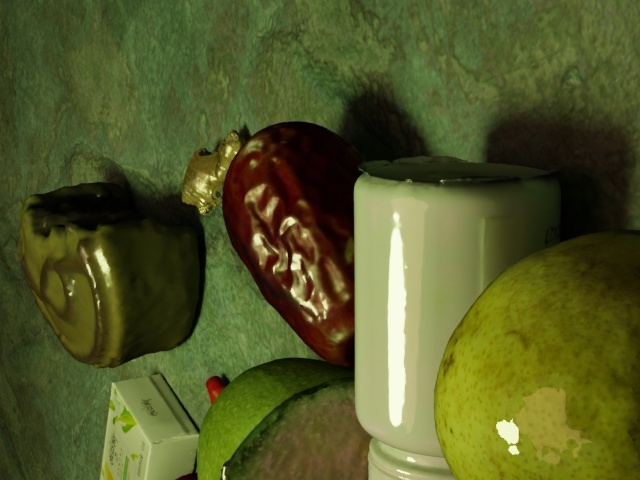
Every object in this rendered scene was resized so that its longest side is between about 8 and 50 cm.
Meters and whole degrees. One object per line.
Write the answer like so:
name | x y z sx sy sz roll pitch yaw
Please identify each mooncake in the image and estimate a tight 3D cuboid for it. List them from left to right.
mooncake | -0.391 0.034 1.898 0.393 0.246 0.394 64 147 17

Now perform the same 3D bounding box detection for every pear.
pear | 0.239 0.141 0.863 0.304 0.304 0.303 16 109 56

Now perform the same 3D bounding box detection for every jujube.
jujube | 0.000 0.000 1.292 0.318 0.223 0.223 60 141 32

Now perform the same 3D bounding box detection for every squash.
squash | -0.039 0.259 1.358 0.309 0.310 0.310 -141 52 -59

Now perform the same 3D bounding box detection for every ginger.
ginger | -0.172 -0.122 1.681 0.165 0.067 0.096 -53 51 31

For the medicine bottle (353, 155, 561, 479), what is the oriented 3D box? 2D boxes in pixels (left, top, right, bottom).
medicine bottle | 0.141 0.107 1.087 0.213 0.214 0.378 13 106 56

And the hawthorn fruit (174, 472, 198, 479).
hawthorn fruit | -0.144 0.496 1.636 0.230 0.210 0.266 10 119 43

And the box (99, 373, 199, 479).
box | -0.332 0.420 1.990 0.194 0.111 0.260 44 133 46

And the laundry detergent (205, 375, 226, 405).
laundry detergent | -0.152 0.299 1.743 0.165 0.049 0.097 56 142 40
